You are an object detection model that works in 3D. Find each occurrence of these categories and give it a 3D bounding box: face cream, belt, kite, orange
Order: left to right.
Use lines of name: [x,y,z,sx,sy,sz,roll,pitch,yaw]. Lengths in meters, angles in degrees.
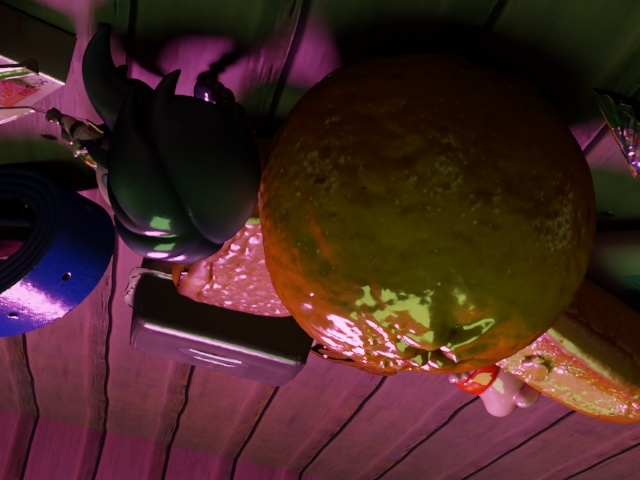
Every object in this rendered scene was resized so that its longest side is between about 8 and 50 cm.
belt: [-0.439,0.017,1.983,0.347,0.212,0.117,-7,155,33]
orange: [0.102,-0.013,1.443,0.341,0.293,0.340,3,154,2]
face cream: [0.312,0.043,1.827,0.337,0.080,0.163,-3,152,34]
kite: [0.361,-0.072,1.465,0.241,0.014,0.183,37,167,4]

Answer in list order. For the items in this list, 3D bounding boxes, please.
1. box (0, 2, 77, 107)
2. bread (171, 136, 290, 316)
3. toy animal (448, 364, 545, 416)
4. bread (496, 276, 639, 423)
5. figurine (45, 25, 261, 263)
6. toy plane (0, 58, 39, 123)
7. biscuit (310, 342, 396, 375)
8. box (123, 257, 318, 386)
box: [-0.367,-0.192,1.579,0.141,0.058,0.201,23,157,-31]
bread: [0.001,-0.008,1.772,0.328,0.148,0.337,10,159,-10]
toy animal: [0.276,0.159,2.068,0.198,0.171,0.171,3,159,17]
bread: [0.288,0.109,1.748,0.288,0.119,0.152,31,145,-19]
figurine: [-0.170,-0.091,1.515,0.197,0.265,0.175,-45,146,21]
toy plane: [-0.408,-0.135,1.467,0.242,0.104,0.256,-22,169,23]
biscuit: [0.058,0.176,2.412,0.209,0.041,0.290,3,159,24]
box: [-0.131,0.090,2.082,0.291,0.166,0.220,15,161,-7]
